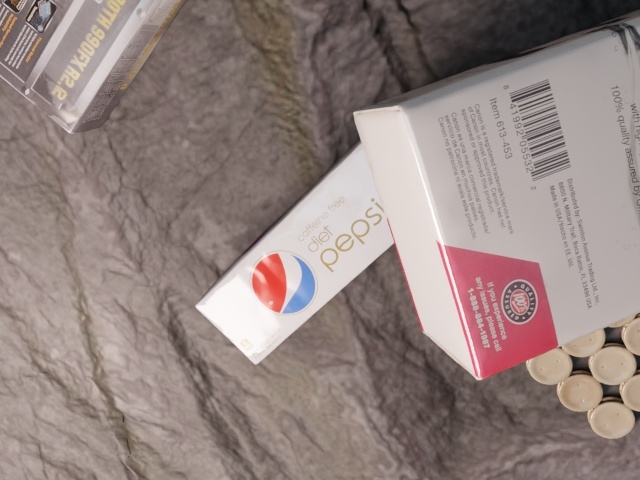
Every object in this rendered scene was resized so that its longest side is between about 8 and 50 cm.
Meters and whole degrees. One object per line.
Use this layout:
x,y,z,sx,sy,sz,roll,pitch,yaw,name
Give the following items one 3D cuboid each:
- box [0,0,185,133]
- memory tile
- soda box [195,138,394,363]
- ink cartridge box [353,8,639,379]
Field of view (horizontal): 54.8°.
-0.192,-0.229,0.469,0.183,0.056,0.231,39,110,-4,box
0.258,0.090,0.516,0.113,0.012,0.148,40,110,-4,memory tile
0.000,0.000,0.502,0.074,0.069,0.216,45,108,-6,soda box
0.166,-0.043,0.403,0.237,0.100,0.172,-21,104,-8,ink cartridge box
